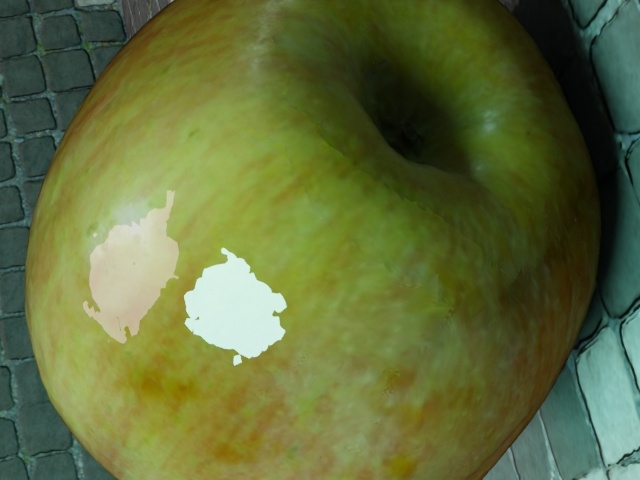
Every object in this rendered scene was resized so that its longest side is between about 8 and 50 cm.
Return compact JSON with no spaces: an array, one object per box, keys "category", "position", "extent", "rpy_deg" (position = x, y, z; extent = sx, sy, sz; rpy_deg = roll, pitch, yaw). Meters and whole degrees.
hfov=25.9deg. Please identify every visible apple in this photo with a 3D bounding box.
[{"category":"apple","position":[0.000,0.000,0.933],"extent":[0.346,0.392,0.391],"rpy_deg":[119,139,-54]}]
